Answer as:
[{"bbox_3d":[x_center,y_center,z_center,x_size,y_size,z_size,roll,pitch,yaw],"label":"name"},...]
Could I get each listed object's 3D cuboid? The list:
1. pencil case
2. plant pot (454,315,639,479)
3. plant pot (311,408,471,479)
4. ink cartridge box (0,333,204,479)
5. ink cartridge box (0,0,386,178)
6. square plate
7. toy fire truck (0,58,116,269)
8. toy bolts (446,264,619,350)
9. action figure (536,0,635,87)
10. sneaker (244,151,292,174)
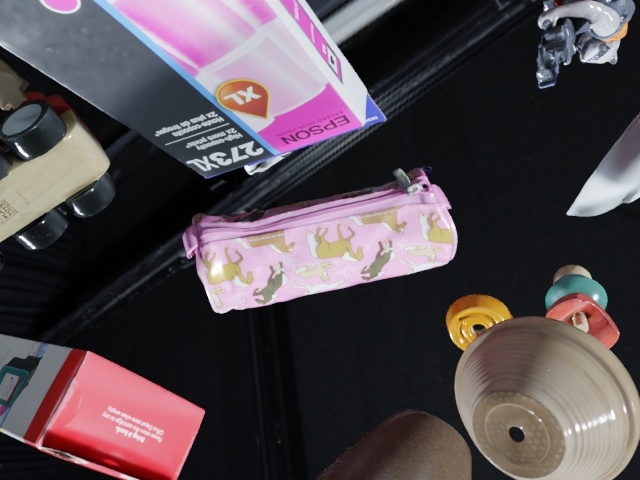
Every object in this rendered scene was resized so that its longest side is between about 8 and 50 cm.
[{"bbox_3d":[0.000,0.000,0.876,0.386,0.160,0.167,-13,-73,0],"label":"pencil case"},{"bbox_3d":[0.269,0.225,0.747,0.237,0.110,0.237,12,-70,37],"label":"plant pot"},{"bbox_3d":[0.075,0.307,0.640,0.215,0.215,0.230,2,-145,39],"label":"plant pot"},{"bbox_3d":[-0.201,0.150,0.506,0.231,0.134,0.078,-1,-123,40],"label":"ink cartridge box"},{"bbox_3d":[-0.083,-0.138,0.478,0.176,0.371,0.069,-15,-111,22],"label":"ink cartridge box"},{"bbox_3d":[0.459,-0.164,0.640,0.347,0.344,0.049,-34,-109,-1],"label":"square plate"},{"bbox_3d":[-0.373,-0.106,0.632,0.217,0.158,0.246,-35,-132,-6],"label":"toy fire truck"},{"bbox_3d":[0.334,0.116,0.936,0.228,0.218,0.158,-42,-171,31],"label":"toy bolts"},{"bbox_3d":[0.463,-0.421,0.993,0.179,0.330,0.341,1,-123,30],"label":"action figure"},{"bbox_3d":[-0.105,-0.165,1.162,0.109,0.043,0.040,-22,-123,-20],"label":"sneaker"}]
